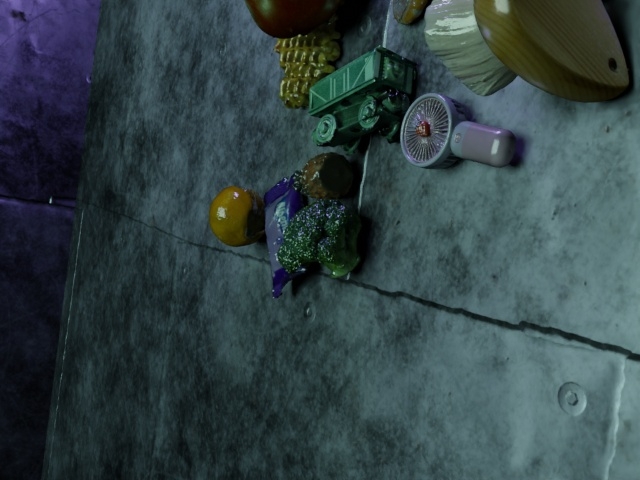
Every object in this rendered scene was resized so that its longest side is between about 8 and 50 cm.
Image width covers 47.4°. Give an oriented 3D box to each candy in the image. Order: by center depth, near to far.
[{"bbox_3d":[-0.079,-0.016,1.664,0.145,0.070,0.275,-32,55,42],"label":"candy"}]

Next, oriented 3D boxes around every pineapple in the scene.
[{"bbox_3d":[-0.009,-0.129,1.554,0.198,0.108,0.108,-5,81,64],"label":"pineapple"}]

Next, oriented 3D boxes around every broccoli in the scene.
[{"bbox_3d":[0.000,0.000,1.465,0.195,0.156,0.195,-31,20,13],"label":"broccoli"}]

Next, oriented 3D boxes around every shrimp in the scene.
[{"bbox_3d":[0.168,-0.508,1.387,0.132,0.052,0.187,29,112,54],"label":"shrimp"}]

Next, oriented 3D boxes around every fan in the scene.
[{"bbox_3d":[0.229,-0.174,1.225,0.244,0.074,0.130,26,106,54],"label":"fan"}]

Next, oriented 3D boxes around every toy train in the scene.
[{"bbox_3d":[0.079,-0.263,1.435,0.269,0.115,0.154,-16,64,54],"label":"toy train"}]

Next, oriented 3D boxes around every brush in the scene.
[{"bbox_3d":[0.291,-0.274,1.015,0.174,0.267,0.166,-57,18,-24],"label":"brush"}]

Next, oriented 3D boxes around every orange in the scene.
[{"bbox_3d":[-0.195,-0.056,1.774,0.134,0.157,0.156,35,114,42],"label":"orange"}]

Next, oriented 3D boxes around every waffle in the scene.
[{"bbox_3d":[-0.042,-0.440,1.686,0.249,0.056,0.253,-56,44,32],"label":"waffle"}]

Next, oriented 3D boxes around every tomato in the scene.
[{"bbox_3d":[-0.062,-0.583,1.521,0.304,0.239,0.303,-24,44,25],"label":"tomato"}]
